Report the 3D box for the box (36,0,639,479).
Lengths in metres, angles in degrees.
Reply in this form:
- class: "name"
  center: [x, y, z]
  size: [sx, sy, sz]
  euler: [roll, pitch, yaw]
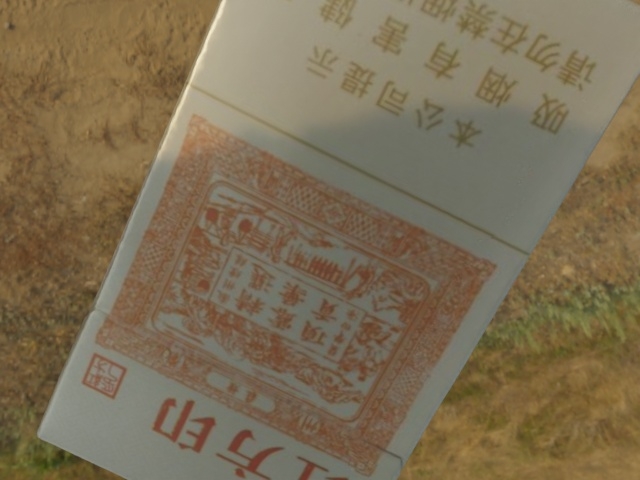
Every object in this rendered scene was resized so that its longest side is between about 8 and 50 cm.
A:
- class: "box"
  center: [-0.001, 0.001, 0.433]
  size: [0.205, 0.051, 0.365]
  euler: [26, 107, -2]
